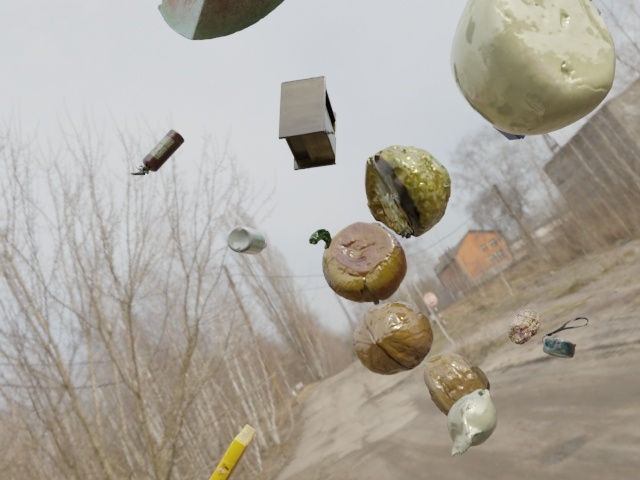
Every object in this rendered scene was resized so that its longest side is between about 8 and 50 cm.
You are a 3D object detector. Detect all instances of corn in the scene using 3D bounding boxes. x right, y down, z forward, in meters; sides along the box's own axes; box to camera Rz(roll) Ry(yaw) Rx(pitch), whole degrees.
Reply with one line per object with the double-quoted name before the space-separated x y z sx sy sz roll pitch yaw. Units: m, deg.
"corn" 0.673 0.288 1.824 0.092 0.092 0.281 -37 -15 26

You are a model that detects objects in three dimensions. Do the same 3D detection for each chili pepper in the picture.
"chili pepper" 0.001 -0.008 1.562 0.055 0.035 0.118 -66 -23 1

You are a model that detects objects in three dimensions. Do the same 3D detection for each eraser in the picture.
"eraser" 0.572 -0.337 1.659 0.063 0.085 0.027 10 73 62

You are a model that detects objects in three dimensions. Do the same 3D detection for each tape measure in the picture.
"tape measure" 0.810 0.307 1.816 0.179 0.104 0.107 -58 -19 -10

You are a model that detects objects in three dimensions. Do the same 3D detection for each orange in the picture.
"orange" 0.260 -0.161 1.618 0.210 0.270 0.369 -33 6 -6

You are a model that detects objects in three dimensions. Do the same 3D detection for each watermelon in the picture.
"watermelon" -0.196 -0.614 1.169 0.387 0.228 0.258 -45 -21 -13

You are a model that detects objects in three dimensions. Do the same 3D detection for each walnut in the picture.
"walnut" 0.161 0.214 1.211 0.167 0.167 0.207 -37 -16 24
"walnut" 0.430 0.432 1.691 0.141 0.204 0.238 -39 -36 27

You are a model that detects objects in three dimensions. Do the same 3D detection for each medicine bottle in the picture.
"medicine bottle" -0.292 0.006 2.322 0.110 0.110 0.352 -32 -8 6

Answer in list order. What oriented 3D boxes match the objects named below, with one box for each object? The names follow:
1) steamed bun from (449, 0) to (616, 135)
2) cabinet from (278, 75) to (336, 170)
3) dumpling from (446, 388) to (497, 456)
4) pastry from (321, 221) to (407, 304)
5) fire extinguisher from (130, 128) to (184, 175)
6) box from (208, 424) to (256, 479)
"steamed bun" 0.404 -0.371 1.124 0.312 0.333 0.233 -16 -10 -25
"cabinet" -0.031 -0.358 1.691 0.148 0.215 0.174 -5 -29 12
"dumpling" 0.371 0.461 1.376 0.181 0.111 0.155 -7 -42 -39
"pastry" 0.174 0.085 2.158 0.356 0.356 0.163 -30 -35 -1
"fire extinguisher" -0.630 -0.327 2.103 0.231 0.099 0.071 -52 -32 -17
"box" -0.231 0.569 1.425 0.152 0.044 0.269 -59 -4 -10
